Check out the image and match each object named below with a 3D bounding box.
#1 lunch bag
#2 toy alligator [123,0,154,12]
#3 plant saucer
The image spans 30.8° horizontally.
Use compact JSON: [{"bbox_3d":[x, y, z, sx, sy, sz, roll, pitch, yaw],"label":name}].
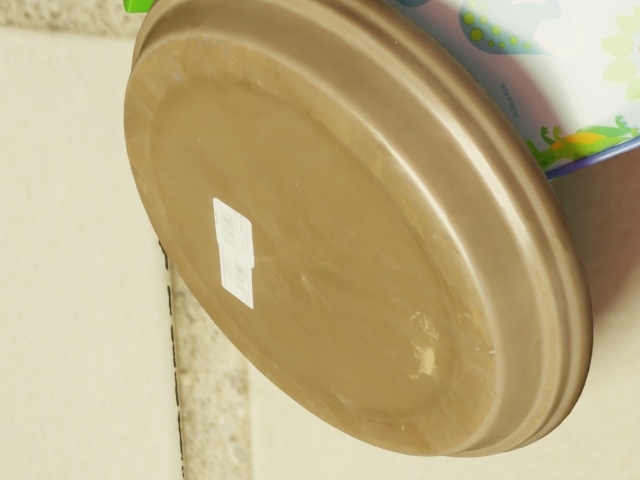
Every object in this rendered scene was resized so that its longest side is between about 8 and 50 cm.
[{"bbox_3d":[0.072,-0.135,0.469,0.176,0.090,0.219,-23,105,35],"label":"lunch bag"},{"bbox_3d":[-0.075,-0.161,0.527,0.190,0.056,0.051,139,121,-70],"label":"toy alligator"},{"bbox_3d":[0.000,0.000,0.550,0.278,0.041,0.278,34,146,26],"label":"plant saucer"}]
